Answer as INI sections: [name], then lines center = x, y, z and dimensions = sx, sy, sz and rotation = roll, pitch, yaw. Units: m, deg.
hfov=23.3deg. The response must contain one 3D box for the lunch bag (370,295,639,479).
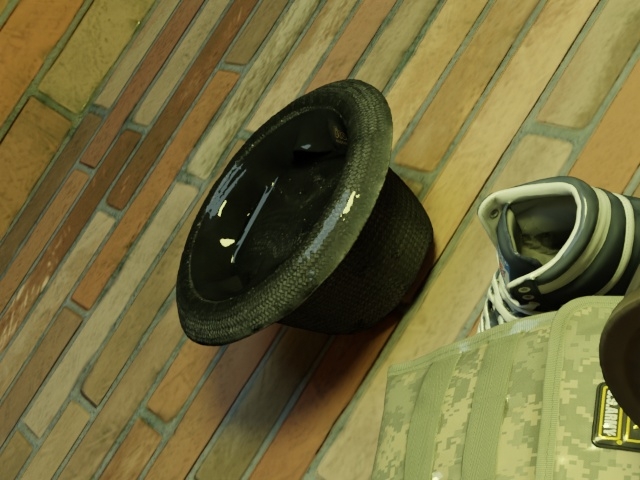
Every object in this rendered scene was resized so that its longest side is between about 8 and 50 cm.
[lunch bag]
center = 0.178, 0.171, 1.060
dimensions = 0.287, 0.169, 0.235
rotation = -23, 38, 34

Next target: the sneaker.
[sneaker]
center = 0.152, 0.059, 1.199
dimensions = 0.282, 0.153, 0.099
rotation = -49, 41, 28

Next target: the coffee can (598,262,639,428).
[coffee can]
center = 0.313, -0.004, 0.941
dimensions = 0.201, 0.201, 0.275
rotation = -15, 35, 51

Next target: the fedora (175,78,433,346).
[fedora]
center = 0.000, 0.000, 1.540
dimensions = 0.334, 0.152, 0.334
rotation = -43, 27, 28
